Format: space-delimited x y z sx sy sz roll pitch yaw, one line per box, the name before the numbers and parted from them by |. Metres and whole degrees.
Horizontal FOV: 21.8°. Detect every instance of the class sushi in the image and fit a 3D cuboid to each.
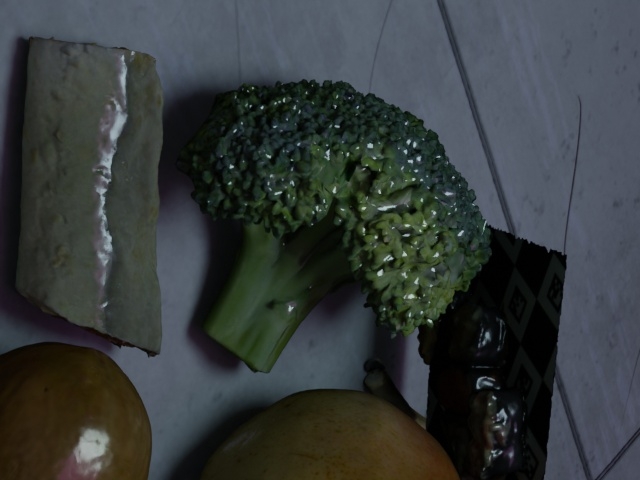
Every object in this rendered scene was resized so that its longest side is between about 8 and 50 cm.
sushi | 0.152 0.123 1.744 0.059 0.294 0.292 2 97 -21

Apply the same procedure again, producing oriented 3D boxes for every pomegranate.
pomegranate | 0.016 0.300 1.686 0.319 0.319 0.319 -12 107 -44

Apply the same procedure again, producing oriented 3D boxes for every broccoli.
broccoli | 0.019 -0.007 1.634 0.375 0.249 0.301 28 75 -51

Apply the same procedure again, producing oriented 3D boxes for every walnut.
walnut | -0.268 0.223 1.431 0.203 0.203 0.297 43 72 -42

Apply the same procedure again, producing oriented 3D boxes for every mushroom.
mushroom | 0.111 0.197 1.912 0.187 0.061 0.060 41 75 -38

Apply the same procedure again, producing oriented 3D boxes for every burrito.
burrito | -0.202 -0.033 1.508 0.143 0.105 0.299 -7 102 -49
